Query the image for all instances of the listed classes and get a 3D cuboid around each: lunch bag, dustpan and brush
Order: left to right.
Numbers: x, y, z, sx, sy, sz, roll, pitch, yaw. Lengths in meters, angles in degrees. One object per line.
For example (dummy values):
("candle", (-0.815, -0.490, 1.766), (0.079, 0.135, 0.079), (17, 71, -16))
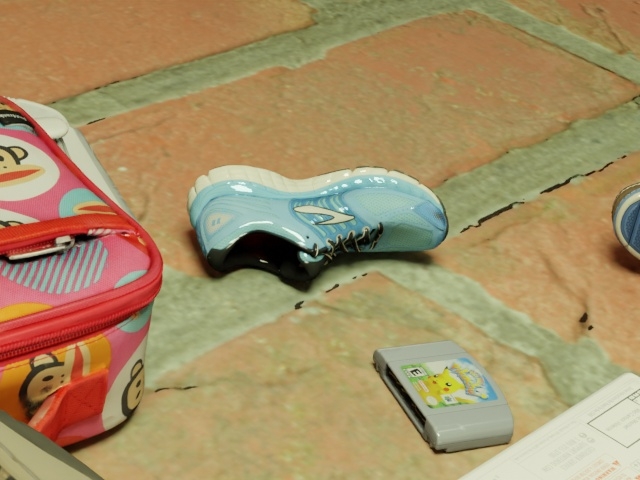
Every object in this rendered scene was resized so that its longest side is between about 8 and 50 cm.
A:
("lunch bag", (-0.232, 0.038, 0.754), (0.293, 0.120, 0.258), (-15, 44, -37))
("dustpan and brush", (-0.228, -0.057, 0.953), (0.211, 0.060, 0.147), (-6, 33, -25))

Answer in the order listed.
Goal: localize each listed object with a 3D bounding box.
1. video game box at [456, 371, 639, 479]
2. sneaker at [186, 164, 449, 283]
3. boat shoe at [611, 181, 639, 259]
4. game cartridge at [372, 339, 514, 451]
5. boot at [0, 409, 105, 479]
("video game box", (0.162, 0.158, 0.731), (0.187, 0.048, 0.205), (31, 37, 33))
("sneaker", (0.000, 0.000, 0.948), (0.162, 0.063, 0.073), (-1, 50, -9))
("boat shoe", (0.266, -0.013, 1.035), (0.183, 0.066, 0.066), (8, 25, -23))
("game cartridge", (0.070, 0.084, 0.856), (0.056, 0.017, 0.083), (-2, 33, -26))
("boot", (-0.205, 0.129, 0.471), (0.377, 0.138, 0.284), (39, 24, -10))
